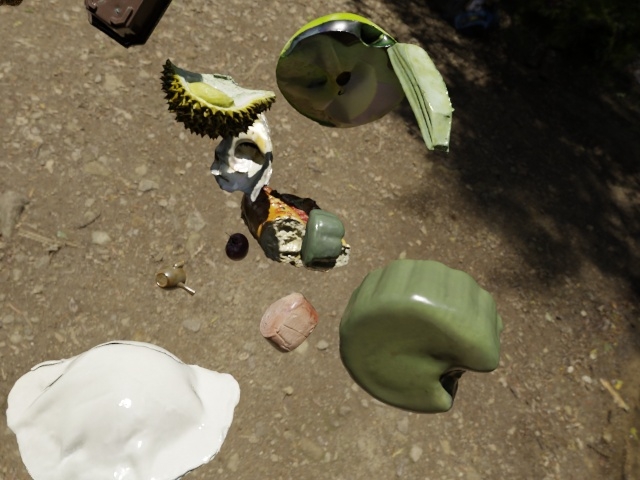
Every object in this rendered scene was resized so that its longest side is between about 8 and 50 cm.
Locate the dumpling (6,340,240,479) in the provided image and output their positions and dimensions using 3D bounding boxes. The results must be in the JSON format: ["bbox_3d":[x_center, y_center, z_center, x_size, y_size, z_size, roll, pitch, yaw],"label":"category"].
[{"bbox_3d":[-0.329,0.287,0.792,0.341,0.181,0.260,26,29,-17],"label":"dumpling"}]

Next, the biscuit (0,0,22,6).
[{"bbox_3d":[-0.613,-0.477,0.806,0.044,0.201,0.289,25,10,14],"label":"biscuit"}]

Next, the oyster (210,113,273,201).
[{"bbox_3d":[-0.230,-0.272,1.518,0.271,0.100,0.275,-44,81,-4],"label":"oyster"}]

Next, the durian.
[{"bbox_3d":[-0.271,-0.358,1.294,0.307,0.172,0.166,1,77,-22],"label":"durian"}]

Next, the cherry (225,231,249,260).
[{"bbox_3d":[-0.309,0.025,1.813,0.087,0.126,0.106,12,85,6],"label":"cherry"}]

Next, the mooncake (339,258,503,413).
[{"bbox_3d":[0.209,0.208,1.071,0.352,0.351,0.187,31,40,-3],"label":"mooncake"}]

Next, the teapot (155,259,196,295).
[{"bbox_3d":[-0.375,0.104,1.280,0.110,0.085,0.080,34,13,14],"label":"teapot"}]

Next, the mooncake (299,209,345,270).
[{"bbox_3d":[0.000,0.000,1.397,0.104,0.175,0.168,4,62,-20],"label":"mooncake"}]

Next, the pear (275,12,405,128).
[{"bbox_3d":[0.064,-0.535,1.473,0.399,0.399,0.165,11,60,-19],"label":"pear"}]

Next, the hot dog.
[{"bbox_3d":[-0.112,-0.069,1.769,0.368,0.196,0.365,17,18,-38],"label":"hot dog"}]

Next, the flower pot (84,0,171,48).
[{"bbox_3d":[-0.466,-0.611,1.173,0.179,0.250,0.084,35,7,-6],"label":"flower pot"}]

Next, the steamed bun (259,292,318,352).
[{"bbox_3d":[-0.100,0.243,1.477,0.175,0.144,0.106,-43,40,-5],"label":"steamed bun"}]

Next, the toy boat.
[{"bbox_3d":[0.207,-0.303,0.971,0.093,0.055,0.292,2,57,-23],"label":"toy boat"}]
